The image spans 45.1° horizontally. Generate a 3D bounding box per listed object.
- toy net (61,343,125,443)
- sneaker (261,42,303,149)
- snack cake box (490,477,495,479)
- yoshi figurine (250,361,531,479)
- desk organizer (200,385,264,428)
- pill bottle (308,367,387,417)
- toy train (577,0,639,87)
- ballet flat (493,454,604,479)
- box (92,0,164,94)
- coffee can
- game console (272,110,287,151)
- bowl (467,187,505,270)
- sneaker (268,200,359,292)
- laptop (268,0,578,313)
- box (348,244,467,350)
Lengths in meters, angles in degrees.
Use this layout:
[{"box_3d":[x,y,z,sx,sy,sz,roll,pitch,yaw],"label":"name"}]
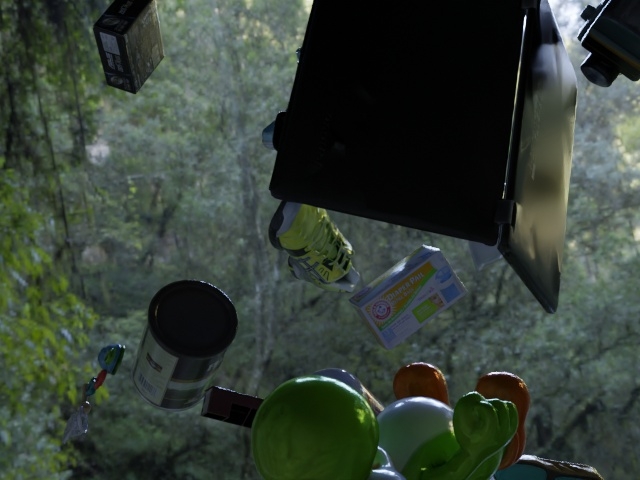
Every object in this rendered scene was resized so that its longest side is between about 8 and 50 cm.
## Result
[{"box_3d":[-0.479,0.330,1.637,0.045,0.232,0.122,26,-8,-25],"label":"toy net"},{"box_3d":[-0.039,-0.373,1.854,0.319,0.208,0.127,-33,29,-2],"label":"sneaker"},{"box_3d":[0.386,0.577,1.705,0.152,0.089,0.264,-34,9,-40],"label":"snack cake box"},{"box_3d":[0.062,0.183,0.731,0.362,0.203,0.203,-14,-37,-54],"label":"yoshi figurine"},{"box_3d":[-0.156,0.319,1.456,0.130,0.050,0.047,19,-29,-19],"label":"desk organizer"},{"box_3d":[0.074,0.381,1.386,0.181,0.181,0.323,-16,-47,33],"label":"pill bottle"},{"box_3d":[0.484,-0.359,1.046,0.334,0.142,0.190,-51,-6,2],"label":"toy train"},{"box_3d":[0.460,0.478,1.572,0.232,0.080,0.073,12,21,1],"label":"ballet flat"},{"box_3d":[-0.434,-0.454,1.760,0.077,0.147,0.180,19,-32,11],"label":"box"},{"box_3d":[-0.323,0.250,1.802,0.201,0.201,0.275,-7,-33,-28],"label":"coffee can"},{"box_3d":[0.048,-0.192,1.812,0.361,0.213,0.044,16,-29,-27],"label":"game console"},{"box_3d":[0.465,-0.072,2.083,0.134,0.298,0.298,-10,-7,17],"label":"bowl"},{"box_3d":[0.000,0.000,1.629,0.147,0.145,0.385,23,-13,20],"label":"sneaker"},{"box_3d":[0.172,-0.148,1.024,0.236,0.382,0.408,0,-22,31],"label":"laptop"},{"box_3d":[0.176,0.114,1.572,0.203,0.114,0.103,-36,11,-7],"label":"box"}]
